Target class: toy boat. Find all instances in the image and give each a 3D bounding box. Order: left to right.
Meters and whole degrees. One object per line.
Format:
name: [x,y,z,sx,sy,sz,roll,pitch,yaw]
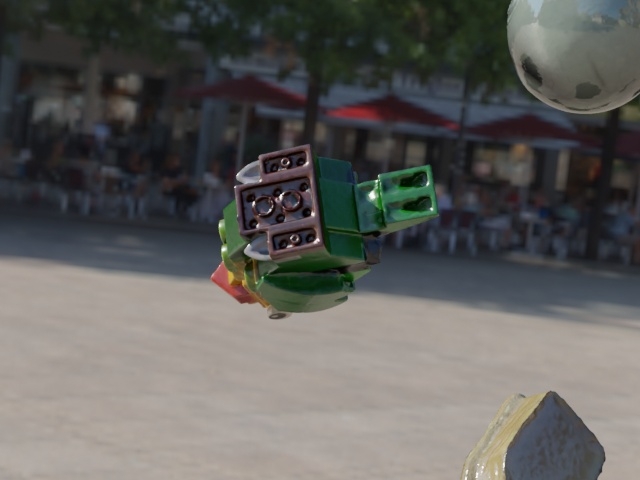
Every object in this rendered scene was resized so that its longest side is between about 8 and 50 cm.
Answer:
toy boat: [0.202,0.233,1.388,0.061,0.116,0.188,-30,14,44]

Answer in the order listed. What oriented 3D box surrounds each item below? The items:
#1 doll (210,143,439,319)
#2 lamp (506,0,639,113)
doll: [-0.008,0.000,1.047,0.134,0.106,0.186,-2,-22,-17]
lamp: [0.167,-0.131,0.892,0.105,0.105,0.105,6,4,0]
